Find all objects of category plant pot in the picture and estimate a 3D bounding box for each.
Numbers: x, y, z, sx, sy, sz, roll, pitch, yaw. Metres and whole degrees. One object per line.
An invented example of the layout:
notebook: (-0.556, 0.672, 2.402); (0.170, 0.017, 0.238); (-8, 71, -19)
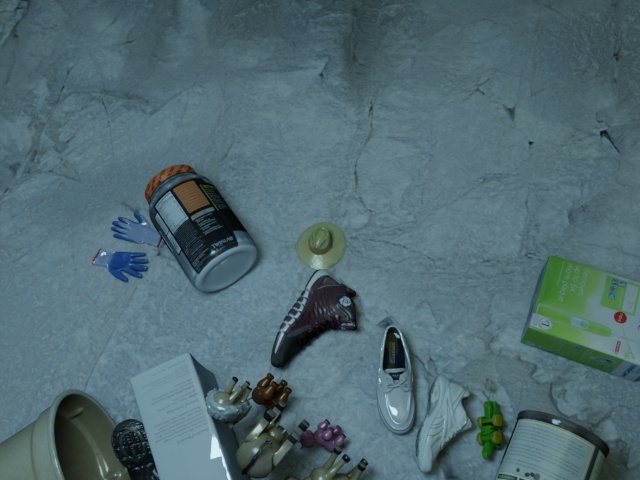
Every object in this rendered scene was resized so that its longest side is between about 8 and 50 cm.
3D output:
plant pot: (-0.619, 0.541, 1.589); (0.305, 0.334, 0.334); (-25, 64, 3)

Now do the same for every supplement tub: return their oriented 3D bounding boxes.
supplement tub: (-0.319, -0.038, 1.902); (0.193, 0.193, 0.316); (-32, 65, -11)

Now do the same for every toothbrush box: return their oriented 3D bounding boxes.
toothbrush box: (0.656, 0.186, 1.761); (0.283, 0.122, 0.206); (20, 67, 12)

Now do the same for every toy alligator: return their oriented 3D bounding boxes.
toy alligator: (0.404, 0.420, 1.704); (0.051, 0.056, 0.190); (26, 58, -30)

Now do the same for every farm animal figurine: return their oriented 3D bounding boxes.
farm animal figurine: (-0.086, 0.462, 1.605); (0.330, 0.327, 0.172); (41, 97, 26)

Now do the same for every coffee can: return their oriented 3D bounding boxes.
coffee can: (0.472, 0.533, 1.555); (0.201, 0.201, 0.275); (23, 67, 15)

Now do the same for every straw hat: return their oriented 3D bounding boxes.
straw hat: (0.000, 0.000, 1.934); (0.144, 0.061, 0.145); (-1, 64, 3)

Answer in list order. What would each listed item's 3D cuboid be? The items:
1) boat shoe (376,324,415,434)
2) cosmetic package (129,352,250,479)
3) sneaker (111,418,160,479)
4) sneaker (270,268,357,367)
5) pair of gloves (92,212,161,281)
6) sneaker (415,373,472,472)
boat shoe: (0.175, 0.329, 1.744); (0.095, 0.084, 0.258); (-8, 63, 0)
cosmetic package: (-0.274, 0.472, 1.630); (0.156, 0.217, 0.385); (-26, 66, -3)
sneaker: (-0.389, 0.541, 1.670); (0.109, 0.130, 0.286); (-16, 86, -8)
sneaker: (0.001, 0.213, 1.806); (0.162, 0.106, 0.281); (25, 67, 12)
pair of gloves: (-0.522, 0.014, 1.986); (0.159, 0.023, 0.198); (17, 67, 12)
sneaker: (0.291, 0.431, 1.685); (0.115, 0.090, 0.232); (18, 67, 9)
